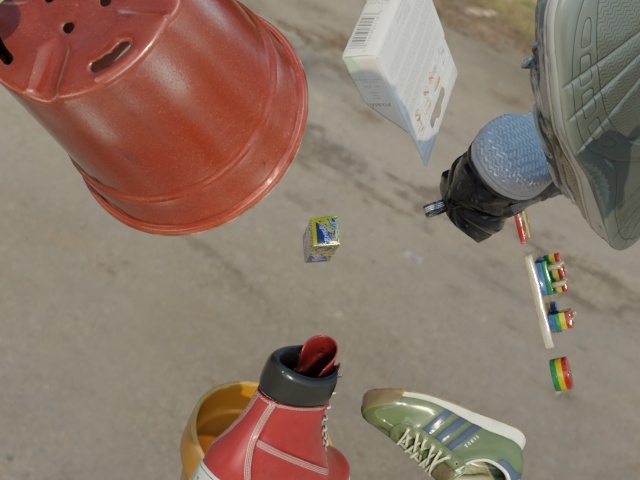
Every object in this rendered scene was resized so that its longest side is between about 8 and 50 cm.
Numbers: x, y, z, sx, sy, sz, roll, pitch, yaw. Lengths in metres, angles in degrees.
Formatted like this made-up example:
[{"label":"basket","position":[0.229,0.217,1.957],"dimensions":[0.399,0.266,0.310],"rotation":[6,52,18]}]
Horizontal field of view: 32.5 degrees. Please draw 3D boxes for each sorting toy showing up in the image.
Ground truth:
[{"label":"sorting toy","position":[0.329,0.069,1.558],"dimensions":[0.046,0.275,0.132],"rotation":[-14,-2,16]}]

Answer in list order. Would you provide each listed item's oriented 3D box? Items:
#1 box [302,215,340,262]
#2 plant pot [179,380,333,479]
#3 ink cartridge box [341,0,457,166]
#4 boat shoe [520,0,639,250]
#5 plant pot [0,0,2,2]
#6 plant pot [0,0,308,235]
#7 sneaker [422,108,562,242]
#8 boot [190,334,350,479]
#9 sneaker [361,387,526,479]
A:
[{"label":"box","position":[0.000,0.000,2.152],"dimensions":[0.054,0.059,0.169],"rotation":[-4,-12,-7]},{"label":"plant pot","position":[-0.110,0.329,1.500],"dimensions":[0.205,0.188,0.205],"rotation":[19,35,-14]},{"label":"ink cartridge box","position":[0.113,-0.236,1.473],"dimensions":[0.056,0.181,0.225],"rotation":[6,-32,26]},{"label":"boat shoe","position":[0.227,-0.115,0.935],"dimensions":[0.103,0.118,0.320],"rotation":[41,-10,39]},{"label":"plant pot","position":[-0.262,-0.224,0.804],"dimensions":[0.083,0.083,0.079],"rotation":[13,41,-29]},{"label":"plant pot","position":[-0.178,-0.175,1.072],"dimensions":[0.272,0.272,0.265],"rotation":[36,-6,24]},{"label":"sneaker","position":[0.227,-0.076,1.183],"dimensions":[0.268,0.153,0.101],"rotation":[-11,72,-39]},{"label":"boot","position":[-0.007,0.179,1.084],"dimensions":[0.088,0.176,0.244],"rotation":[34,6,27]},{"label":"sneaker","position":[0.133,0.226,1.195],"dimensions":[0.192,0.064,0.086],"rotation":[18,49,-7]}]
